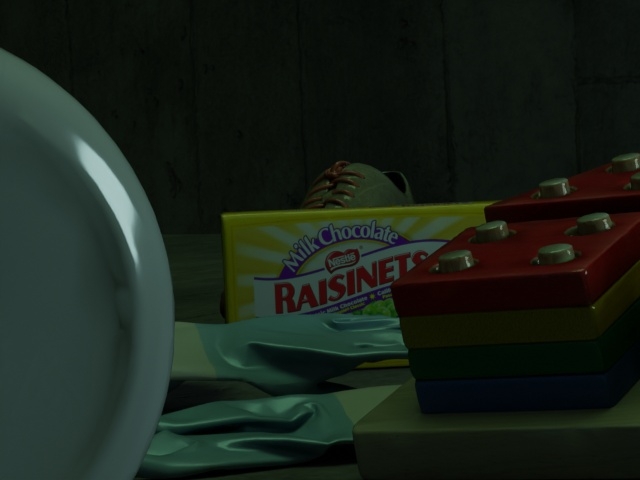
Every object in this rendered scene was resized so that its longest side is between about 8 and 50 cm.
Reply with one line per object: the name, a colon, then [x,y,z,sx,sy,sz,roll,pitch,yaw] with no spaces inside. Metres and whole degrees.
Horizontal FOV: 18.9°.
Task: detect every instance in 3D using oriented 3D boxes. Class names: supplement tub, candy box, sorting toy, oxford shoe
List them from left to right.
supplement tub: [-0.185,0.024,0.682,0.191,0.191,0.272,-4,3,-28]
oxford shoe: [0.000,0.000,1.591,0.123,0.130,0.348,-2,3,16]
candy box: [0.040,0.029,1.237,0.206,0.105,0.027,-3,3,-3]
sorting toy: [0.175,0.017,0.862,0.257,0.089,0.255,-5,14,30]

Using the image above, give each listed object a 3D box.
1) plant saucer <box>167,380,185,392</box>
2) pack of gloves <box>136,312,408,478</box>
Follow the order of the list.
plant saucer: [-0.150,0.077,1.134,0.195,0.037,0.195,-3,3,0]
pack of gloves: [-0.024,0.087,0.959,0.232,0.046,0.195,-3,17,-13]
